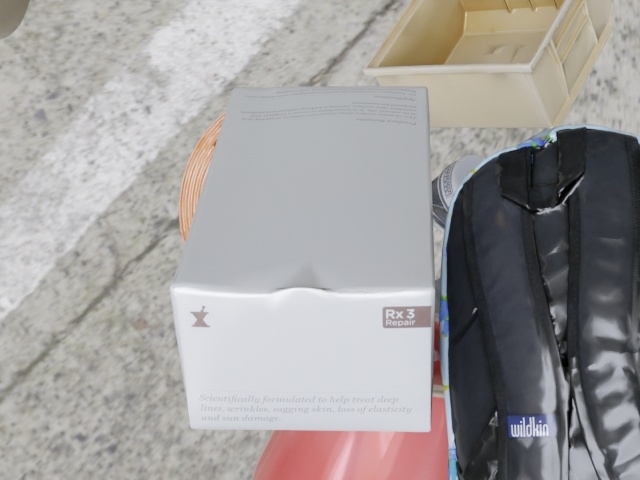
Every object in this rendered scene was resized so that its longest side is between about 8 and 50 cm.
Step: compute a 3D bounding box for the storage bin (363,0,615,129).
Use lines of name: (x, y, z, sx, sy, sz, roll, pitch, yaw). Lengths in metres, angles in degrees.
storage bin: (0.245, -0.280, 1.689, 0.262, 0.260, 0.123, 4, 139, 39)

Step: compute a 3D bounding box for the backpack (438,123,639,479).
backpack: (0.235, 0.076, 1.068, 0.290, 0.273, 0.356, -14, 91, 26)

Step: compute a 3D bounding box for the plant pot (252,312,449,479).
plant pot: (0.078, 0.223, 1.432, 0.275, 0.275, 0.243, 22, 116, 8)

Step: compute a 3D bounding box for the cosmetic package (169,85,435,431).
cosmetic package: (0.000, 0.000, 1.126, 0.217, 0.385, 0.156, 1, 123, 6)

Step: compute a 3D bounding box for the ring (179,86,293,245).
ring: (-0.043, -0.046, 1.695, 0.336, 0.032, 0.337, -1, 87, 20)

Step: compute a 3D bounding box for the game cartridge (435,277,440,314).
game cartridge: (0.311, 0.089, 1.680, 0.198, 0.297, 0.062, 45, 144, 37)

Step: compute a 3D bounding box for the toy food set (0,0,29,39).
toy food set: (-0.286, -0.273, 0.890, 0.092, 0.220, 0.306, 27, 112, 11)

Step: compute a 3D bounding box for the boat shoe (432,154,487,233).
boat shoe: (0.253, 0.001, 1.442, 0.301, 0.108, 0.102, 24, 151, -20)
